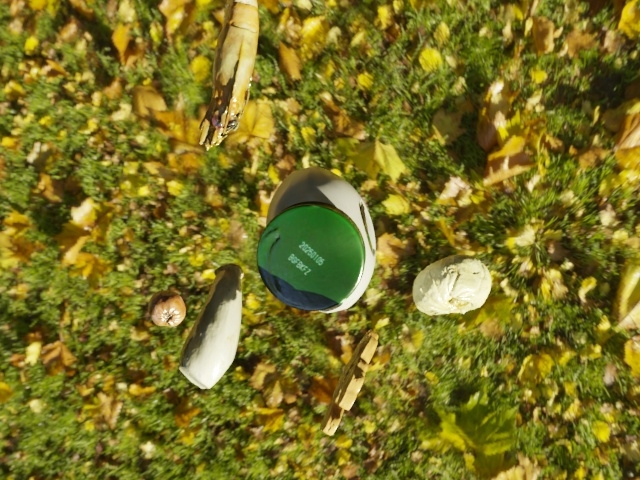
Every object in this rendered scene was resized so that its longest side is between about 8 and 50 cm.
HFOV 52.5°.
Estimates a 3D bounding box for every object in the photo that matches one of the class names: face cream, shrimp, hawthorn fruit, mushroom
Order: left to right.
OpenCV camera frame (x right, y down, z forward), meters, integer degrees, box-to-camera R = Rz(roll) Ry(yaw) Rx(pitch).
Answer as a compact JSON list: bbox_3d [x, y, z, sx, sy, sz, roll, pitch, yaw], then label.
[{"bbox_3d":[-0.281,0.112,1.186,0.067,0.103,0.067,-7,125,-10],"label":"hawthorn fruit"},{"bbox_3d":[-0.210,0.170,1.347,0.103,0.118,0.270,25,71,-23],"label":"mushroom"},{"bbox_3d":[-0.122,-0.221,0.827,0.133,0.053,0.236,-12,69,57],"label":"shrimp"},{"bbox_3d":[0.000,0.000,1.384,0.219,0.357,0.312,-13,100,10],"label":"face cream"}]

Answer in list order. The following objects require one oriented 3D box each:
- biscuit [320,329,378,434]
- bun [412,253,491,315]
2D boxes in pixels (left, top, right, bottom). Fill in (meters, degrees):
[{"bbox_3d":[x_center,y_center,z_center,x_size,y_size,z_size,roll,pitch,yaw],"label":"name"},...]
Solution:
[{"bbox_3d":[0.059,0.246,1.191,0.040,0.236,0.144,33,121,-2],"label":"biscuit"},{"bbox_3d":[0.297,0.110,1.446,0.164,0.188,0.111,-49,49,33],"label":"bun"}]
